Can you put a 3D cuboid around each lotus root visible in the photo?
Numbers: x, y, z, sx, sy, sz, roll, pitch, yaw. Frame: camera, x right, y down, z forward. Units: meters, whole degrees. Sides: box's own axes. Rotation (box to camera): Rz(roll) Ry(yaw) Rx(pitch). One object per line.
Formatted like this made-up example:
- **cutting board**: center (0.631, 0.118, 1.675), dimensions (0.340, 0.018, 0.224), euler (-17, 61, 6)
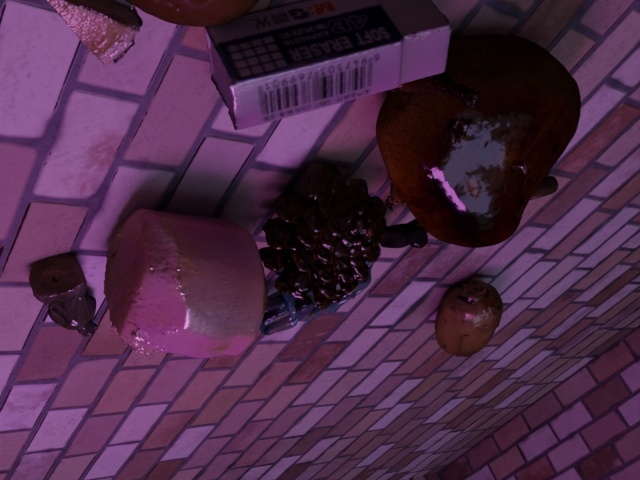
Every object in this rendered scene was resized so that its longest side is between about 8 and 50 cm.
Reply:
- **lotus root**: center (0.376, 0.207, 1.730), dimensions (0.160, 0.146, 0.284), euler (-3, 139, 1)

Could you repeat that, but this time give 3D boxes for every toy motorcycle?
- **toy motorcycle**: center (-0.008, 0.097, 1.355), dimensions (0.296, 0.109, 0.198), euler (-28, 158, 0)

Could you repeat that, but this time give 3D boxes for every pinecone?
- **pinecone**: center (-0.001, 0.001, 1.123), dimensions (0.229, 0.202, 0.201), euler (-50, 178, -36)

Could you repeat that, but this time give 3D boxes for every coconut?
- **coconut**: center (-0.195, 0.072, 1.051), dimensions (0.245, 0.233, 0.233), euler (13, 132, -38)

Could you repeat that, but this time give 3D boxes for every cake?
- **cake**: center (-0.260, -0.241, 0.722), dimensions (0.065, 0.052, 0.121), euler (-40, 146, 26)

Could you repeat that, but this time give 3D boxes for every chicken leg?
- **chicken leg**: center (0.118, -0.219, 0.907), dimensions (0.205, 0.093, 0.053), euler (8, 130, 22)

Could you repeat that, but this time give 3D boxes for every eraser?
- **eraser**: center (0.009, -0.237, 0.847), dimensions (0.287, 0.130, 0.086), euler (-17, 143, -12)

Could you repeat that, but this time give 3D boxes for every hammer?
- **hammer**: center (0.304, -0.060, 1.327), dimensions (0.439, 0.044, 0.168), euler (-17, -170, -27)

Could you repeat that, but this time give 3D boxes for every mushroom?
- **mushroom**: center (0.226, -0.160, 1.070), dimensions (0.345, 0.259, 0.346), euler (-10, 118, -21)

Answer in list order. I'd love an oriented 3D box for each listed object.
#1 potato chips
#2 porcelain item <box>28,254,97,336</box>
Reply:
- **potato chips**: center (-0.144, -0.297, 0.727), dimensions (0.201, 0.049, 0.150), euler (23, 119, -43)
- **porcelain item**: center (-0.415, 0.109, 1.119), dimensions (0.081, 0.069, 0.216), euler (-20, 153, -17)
